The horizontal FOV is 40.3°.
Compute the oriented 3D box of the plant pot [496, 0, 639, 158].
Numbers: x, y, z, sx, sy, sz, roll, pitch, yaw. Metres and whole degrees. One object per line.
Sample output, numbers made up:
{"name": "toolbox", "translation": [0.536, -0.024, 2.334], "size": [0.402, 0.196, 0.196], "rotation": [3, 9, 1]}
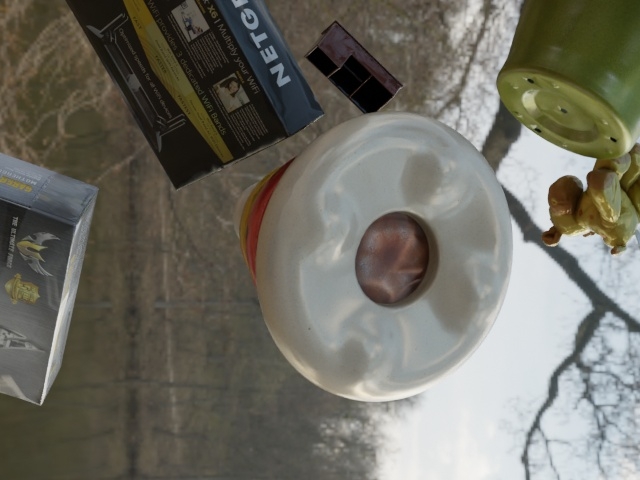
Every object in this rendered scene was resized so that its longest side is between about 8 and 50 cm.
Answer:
{"name": "plant pot", "translation": [0.469, -0.334, 1.392], "size": [0.353, 0.366, 0.366], "rotation": [-56, -175, -10]}

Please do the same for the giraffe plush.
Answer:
{"name": "giraffe plush", "translation": [0.478, -0.064, 1.542], "size": [0.170, 0.181, 0.210], "rotation": [4, -70, 49]}

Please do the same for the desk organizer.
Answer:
{"name": "desk organizer", "translation": [0.045, -0.232, 1.195], "size": [0.050, 0.130, 0.047], "rotation": [-55, -165, -24]}

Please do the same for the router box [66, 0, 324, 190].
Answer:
{"name": "router box", "translation": [-0.168, -0.242, 1.108], "size": [0.242, 0.081, 0.309], "rotation": [-18, -74, 44]}

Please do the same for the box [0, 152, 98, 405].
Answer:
{"name": "box", "translation": [-0.302, 0.025, 0.744], "size": [0.056, 0.183, 0.231], "rotation": [-76, -172, -52]}

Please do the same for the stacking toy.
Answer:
{"name": "stacking toy", "translation": [0.000, 0.000, 1.217], "size": [0.480, 0.350, 0.351], "rotation": [14, -77, 63]}
